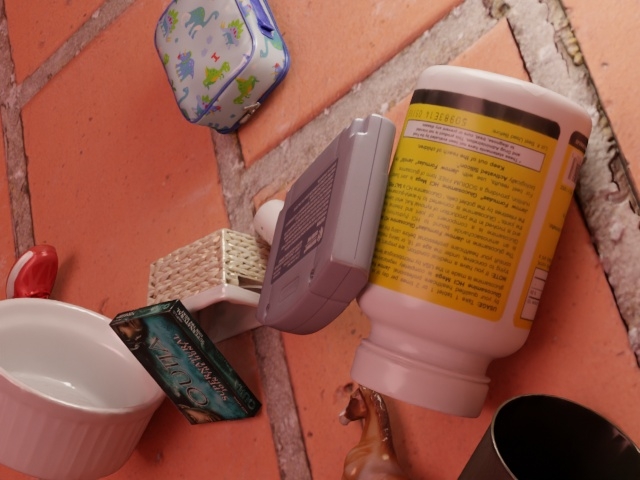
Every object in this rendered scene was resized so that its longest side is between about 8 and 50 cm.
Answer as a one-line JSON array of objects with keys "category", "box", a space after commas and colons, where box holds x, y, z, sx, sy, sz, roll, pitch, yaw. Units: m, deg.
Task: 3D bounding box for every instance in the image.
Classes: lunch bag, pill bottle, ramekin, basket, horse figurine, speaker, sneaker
[{"category": "lunch bag", "box": [-0.137, -0.272, 1.641, 0.176, 0.090, 0.219, -45, 51, 28]}, {"category": "pill bottle", "box": [0.145, 0.003, 1.212, 0.188, 0.188, 0.334, 18, 90, 46]}, {"category": "ramekin", "box": [-0.357, 0.205, 1.596, 0.277, 0.277, 0.135, 43, 116, 43]}, {"category": "basket", "box": [-0.141, 0.063, 1.531, 0.167, 0.113, 0.103, -25, 60, 38]}, {"category": "horse figurine", "box": [0.054, 0.290, 1.277, 0.174, 0.066, 0.263, -57, 23, 14]}, {"category": "speaker", "box": [-0.028, 0.003, 1.479, 0.136, 0.055, 0.055, 41, 107, 43]}, {"category": "basket", "box": [0.180, 0.281, 1.111, 0.154, 0.204, 0.227, 44, 119, 27]}, {"category": "sneaker", "box": [-0.443, 0.124, 1.848, 0.128, 0.087, 0.221, 43, 121, 34]}]

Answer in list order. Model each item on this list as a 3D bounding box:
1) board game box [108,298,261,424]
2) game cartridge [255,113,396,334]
[{"category": "board game box", "box": [-0.174, 0.159, 1.501, 0.126, 0.186, 0.026, -15, 29, 42]}, {"category": "game cartridge", "box": [0.000, 0.000, 1.286, 0.294, 0.060, 0.196, 140, 148, -67]}]
